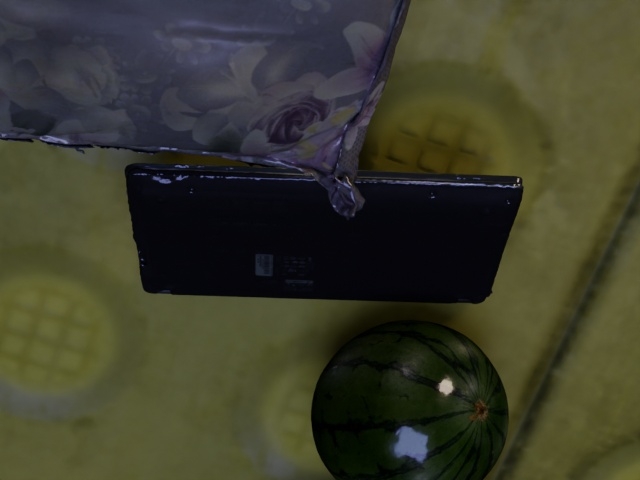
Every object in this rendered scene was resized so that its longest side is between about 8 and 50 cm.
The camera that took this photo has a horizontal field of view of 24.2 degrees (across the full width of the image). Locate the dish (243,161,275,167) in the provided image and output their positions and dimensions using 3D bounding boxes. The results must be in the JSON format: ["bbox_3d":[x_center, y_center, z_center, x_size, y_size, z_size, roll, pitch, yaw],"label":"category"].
[{"bbox_3d":[-0.098,-0.149,0.632,0.243,0.080,0.182,15,119,-11],"label":"dish"}]

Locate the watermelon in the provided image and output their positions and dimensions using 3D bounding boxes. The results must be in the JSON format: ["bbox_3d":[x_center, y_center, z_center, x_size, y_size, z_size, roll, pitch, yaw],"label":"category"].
[{"bbox_3d":[0.040,0.087,0.753,0.109,0.109,0.109,0,118,0],"label":"watermelon"}]

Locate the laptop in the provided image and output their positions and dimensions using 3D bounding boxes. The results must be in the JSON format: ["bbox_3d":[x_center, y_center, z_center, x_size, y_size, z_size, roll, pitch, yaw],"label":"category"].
[{"bbox_3d":[0.000,0.000,0.714,0.180,0.016,0.129,1,155,-1],"label":"laptop"}]

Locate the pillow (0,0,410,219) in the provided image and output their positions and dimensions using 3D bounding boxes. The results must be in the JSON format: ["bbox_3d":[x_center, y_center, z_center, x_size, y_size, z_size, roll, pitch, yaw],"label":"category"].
[{"bbox_3d":[-0.086,-0.094,0.588,0.255,0.059,0.169,7,123,-9],"label":"pillow"}]
